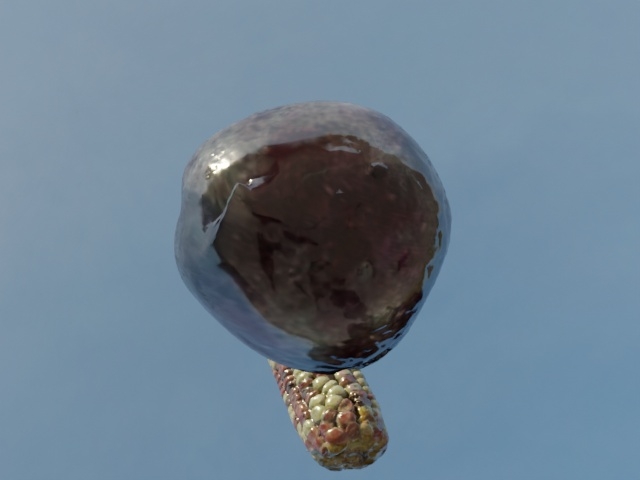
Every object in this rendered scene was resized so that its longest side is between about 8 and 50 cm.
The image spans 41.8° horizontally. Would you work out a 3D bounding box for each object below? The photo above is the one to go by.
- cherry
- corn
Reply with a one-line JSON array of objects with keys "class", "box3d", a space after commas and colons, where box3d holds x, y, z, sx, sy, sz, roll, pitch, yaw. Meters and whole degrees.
[{"class": "cherry", "box3d": [-0.010, -0.003, 0.584, 0.195, 0.195, 0.195, -2, -81, -16]}, {"class": "corn", "box3d": [-0.012, 0.098, 0.756, 0.079, 0.237, 0.079, -16, -39, -13]}]
